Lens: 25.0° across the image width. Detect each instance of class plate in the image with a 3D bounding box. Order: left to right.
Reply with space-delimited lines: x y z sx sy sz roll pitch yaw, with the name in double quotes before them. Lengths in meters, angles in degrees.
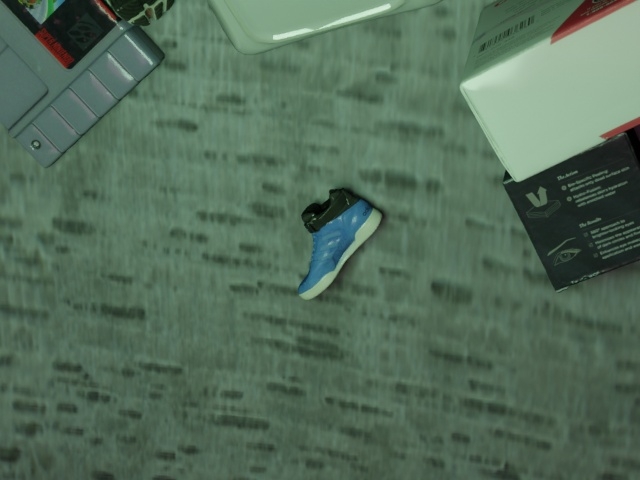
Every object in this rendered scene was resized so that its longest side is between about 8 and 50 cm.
"plate" -0.021 -0.321 1.629 0.278 0.045 0.277 -13 142 17

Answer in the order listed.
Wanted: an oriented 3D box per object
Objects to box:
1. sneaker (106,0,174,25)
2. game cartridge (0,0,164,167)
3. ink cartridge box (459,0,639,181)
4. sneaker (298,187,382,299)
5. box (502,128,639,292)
"sneaker" -0.254 -0.374 1.690 0.107 0.118 0.279 -37 136 -6
"game cartridge" -0.389 -0.289 1.796 0.230 0.068 0.355 -38 100 28
"ink cartridge box" 0.284 -0.210 1.541 0.226 0.306 0.131 -27 105 21
"sneaker" 0.000 0.000 1.827 0.084 0.058 0.152 37 111 -11
"box" 0.322 -0.047 1.718 0.156 0.093 0.158 -22 107 20
